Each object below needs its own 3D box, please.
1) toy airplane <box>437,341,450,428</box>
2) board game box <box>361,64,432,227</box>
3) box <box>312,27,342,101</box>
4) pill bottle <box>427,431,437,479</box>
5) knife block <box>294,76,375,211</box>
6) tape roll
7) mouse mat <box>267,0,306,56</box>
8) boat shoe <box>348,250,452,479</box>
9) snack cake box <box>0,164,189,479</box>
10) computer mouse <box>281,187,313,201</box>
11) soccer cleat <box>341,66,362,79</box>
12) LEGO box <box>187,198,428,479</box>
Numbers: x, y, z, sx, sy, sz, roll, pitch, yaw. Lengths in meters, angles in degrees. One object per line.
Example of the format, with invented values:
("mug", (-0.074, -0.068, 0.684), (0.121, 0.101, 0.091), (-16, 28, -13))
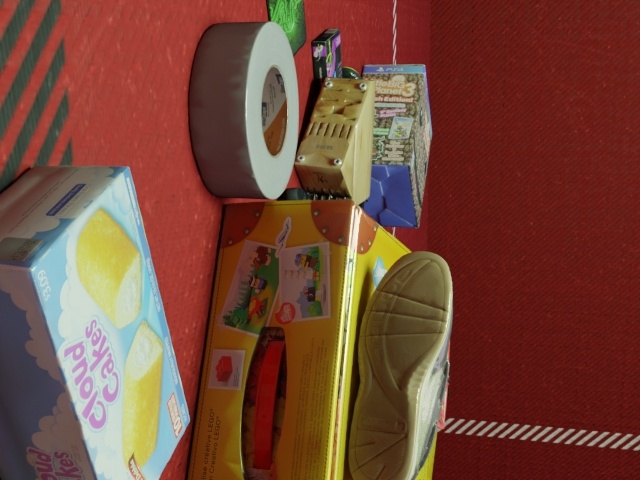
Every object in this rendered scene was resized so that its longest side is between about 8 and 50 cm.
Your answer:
("toy airplane", (0.161, 0.193, 1.210), (0.151, 0.028, 0.151), (-2, 90, -66))
("board game box", (0.159, -0.211, 1.895), (0.232, 0.141, 0.290), (73, 24, -54))
("box", (0.016, -0.296, 1.544), (0.116, 0.029, 0.162), (-61, 151, -61))
("pill bottle", (0.168, 0.500, 1.948), (0.187, 0.188, 0.333), (78, 19, -44))
("knife block", (0.040, -0.116, 1.495), (0.242, 0.088, 0.275), (66, 37, -57))
("tape roll", (-0.090, -0.161, 1.055), (0.219, 0.072, 0.219), (3, 90, -75))
("mouse mat", (-0.051, -0.358, 1.314), (0.189, 0.007, 0.152), (-65, 153, -56))
("boat shoe", (0.101, 0.156, 0.999), (0.092, 0.103, 0.285), (44, 54, -63))
("snack cake box", (-0.191, 0.091, 0.658), (0.152, 0.089, 0.264), (-67, 155, -56))
("computer mouse", (0.000, 0.000, 1.384), (0.242, 0.041, 0.071), (52, 22, -38))
("soccer cleat", (0.058, -0.259, 1.654), (0.178, 0.060, 0.072), (80, 20, -51))
("LEGO box", (0.008, 0.240, 1.138), (0.372, 0.193, 0.499), (36, 57, -60))
